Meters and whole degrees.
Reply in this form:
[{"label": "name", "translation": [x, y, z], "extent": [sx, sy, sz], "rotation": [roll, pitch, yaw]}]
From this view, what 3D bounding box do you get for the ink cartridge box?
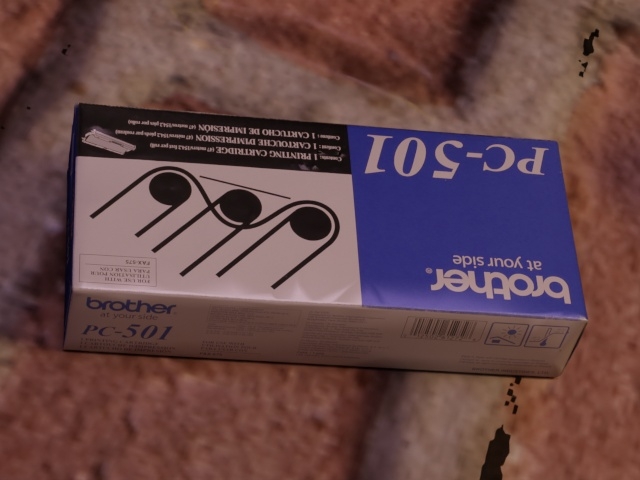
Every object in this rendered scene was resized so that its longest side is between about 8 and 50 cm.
[{"label": "ink cartridge box", "translation": [0.000, 0.000, 0.798], "extent": [0.207, 0.046, 0.097], "rotation": [4, 52, -11]}]
